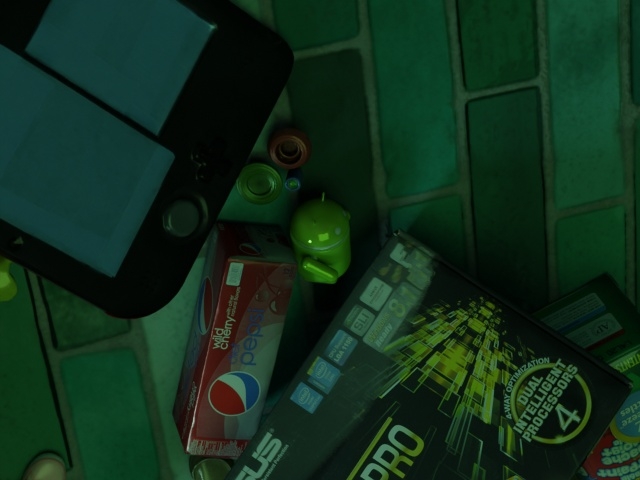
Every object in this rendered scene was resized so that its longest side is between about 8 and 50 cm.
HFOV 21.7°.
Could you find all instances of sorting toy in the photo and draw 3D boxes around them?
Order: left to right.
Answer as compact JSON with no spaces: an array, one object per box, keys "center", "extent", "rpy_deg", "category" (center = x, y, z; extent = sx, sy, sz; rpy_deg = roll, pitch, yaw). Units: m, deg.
[{"center":[-0.045,-0.083,1.825],"extent":[0.061,0.042,0.102],"rpy_deg":[39,115,-14],"category":"sorting toy"}]

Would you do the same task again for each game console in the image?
[{"center":[-0.234,-0.136,1.642],"extent":[0.386,0.060,0.342],"rpy_deg":[33,84,-35],"category":"game console"}]

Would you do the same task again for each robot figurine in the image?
[{"center":[0.000,0.000,1.853],"extent":[0.067,0.101,0.115],"rpy_deg":[8,141,10],"category":"robot figurine"}]

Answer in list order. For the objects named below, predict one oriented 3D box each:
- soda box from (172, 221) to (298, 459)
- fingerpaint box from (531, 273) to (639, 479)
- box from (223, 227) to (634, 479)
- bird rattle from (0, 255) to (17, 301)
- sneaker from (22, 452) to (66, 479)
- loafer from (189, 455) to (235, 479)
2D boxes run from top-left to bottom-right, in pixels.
[{"center":[-0.099,0.114,1.881],"extent":[0.083,0.092,0.263],"rpy_deg":[5,116,-19],"category":"soda box"},{"center":[0.244,0.314,2.051],"extent":[0.445,0.163,0.371],"rpy_deg":[-27,122,0],"category":"fingerpaint box"},{"center":[0.108,0.235,1.850],"extent":[0.318,0.097,0.395],"rpy_deg":[34,85,12],"category":"box"},{"center":[-0.409,-0.044,1.673],"extent":[0.253,0.143,0.207],"rpy_deg":[33,80,-47],"category":"bird rattle"},{"center":[-0.330,0.316,1.939],"extent":[0.051,0.070,0.134],"rpy_deg":[20,109,-23],"category":"sneaker"},{"center":[-0.117,0.309,2.008],"extent":[0.056,0.050,0.148],"rpy_deg":[-21,122,-4],"category":"loafer"}]
